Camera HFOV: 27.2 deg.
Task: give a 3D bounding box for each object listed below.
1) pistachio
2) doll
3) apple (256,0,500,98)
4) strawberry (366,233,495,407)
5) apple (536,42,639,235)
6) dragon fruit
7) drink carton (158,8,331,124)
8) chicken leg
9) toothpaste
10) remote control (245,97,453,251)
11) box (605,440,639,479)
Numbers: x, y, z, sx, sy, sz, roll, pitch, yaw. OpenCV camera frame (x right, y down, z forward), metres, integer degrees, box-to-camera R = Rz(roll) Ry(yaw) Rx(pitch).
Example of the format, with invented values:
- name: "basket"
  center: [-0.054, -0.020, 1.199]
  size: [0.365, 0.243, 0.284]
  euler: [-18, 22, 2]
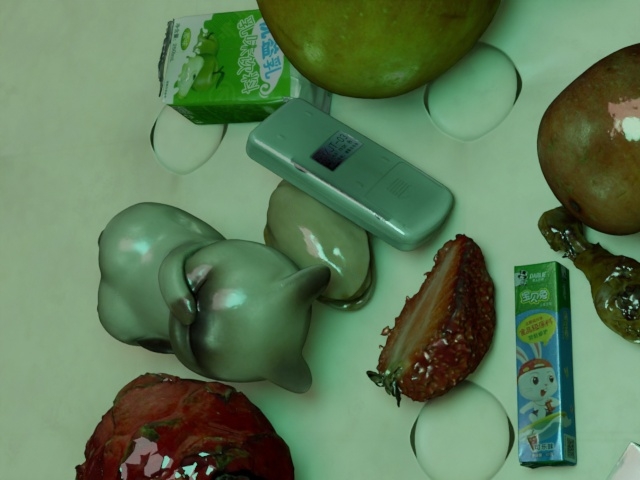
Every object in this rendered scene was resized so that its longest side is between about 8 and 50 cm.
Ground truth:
- name: "pistachio"
  center: [0.000, 0.000, 1.910]
  size: [0.144, 0.144, 0.215]
  euler: [-43, 68, 13]
- name: "doll"
  center: [-0.173, 0.075, 1.878]
  size: [0.370, 0.226, 0.215]
  euler: [22, 104, 47]
- name: "apple"
  center: [0.076, -0.390, 1.855]
  size: [0.374, 0.374, 0.384]
  euler: [-30, 56, 20]
- name: "strawberry"
  center: [0.175, 0.124, 1.797]
  size: [0.236, 0.106, 0.175]
  euler: [-52, 21, 6]
- name: "apple"
  center: [0.404, -0.118, 1.653]
  size: [0.253, 0.253, 0.254]
  euler: [-9, 71, 28]
- name: "dragon fruit"
  center: [-0.189, 0.334, 1.831]
  size: [0.301, 0.295, 0.296]
  euler: [38, 96, 35]
- name: "drink carton"
  center: [-0.114, -0.268, 2.066]
  size: [0.271, 0.108, 0.161]
  euler: [0, 76, 30]
- name: "chicken leg"
  center: [0.374, 0.041, 1.714]
  size: [0.251, 0.107, 0.087]
  euler: [48, 144, 38]
- name: "toothpaste"
  center: [0.293, 0.163, 1.739]
  size: [0.065, 0.050, 0.267]
  euler: [-9, 71, 31]
- name: "remote control"
  center: [0.046, -0.095, 1.881]
  size: [0.296, 0.056, 0.140]
  euler: [32, 48, 14]
- name: "box"
  center: [0.377, 0.316, 1.598]
  size: [0.051, 0.130, 0.129]
  euler: [35, 94, 33]
